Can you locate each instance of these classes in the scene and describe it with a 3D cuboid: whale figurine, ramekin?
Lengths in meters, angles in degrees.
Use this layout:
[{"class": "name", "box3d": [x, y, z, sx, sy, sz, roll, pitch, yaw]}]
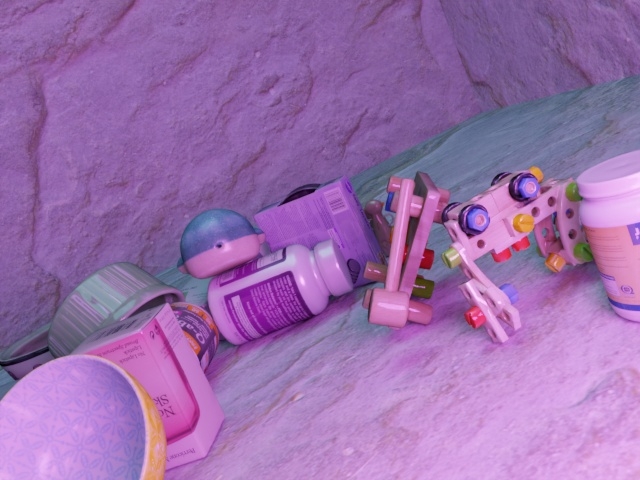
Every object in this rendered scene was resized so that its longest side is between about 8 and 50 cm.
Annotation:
[{"class": "whale figurine", "box3d": [-0.239, 0.004, 1.530, 0.216, 0.141, 0.272, -22, 0, -6]}, {"class": "ramekin", "box3d": [-0.466, 0.195, 1.494, 0.303, 0.148, 0.303, -49, -17, -20]}]

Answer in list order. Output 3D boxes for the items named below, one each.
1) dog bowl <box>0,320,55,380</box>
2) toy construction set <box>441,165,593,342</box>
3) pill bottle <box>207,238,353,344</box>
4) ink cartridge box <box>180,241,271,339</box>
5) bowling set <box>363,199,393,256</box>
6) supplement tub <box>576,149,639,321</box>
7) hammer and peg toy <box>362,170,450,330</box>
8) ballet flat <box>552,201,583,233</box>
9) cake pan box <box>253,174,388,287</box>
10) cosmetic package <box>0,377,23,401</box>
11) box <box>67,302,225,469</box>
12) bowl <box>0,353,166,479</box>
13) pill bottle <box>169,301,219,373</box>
[{"class": "dog bowl", "box3d": [-0.687, 0.300, 1.872, 0.407, 0.151, 0.408, -22, 11, 5]}, {"class": "toy construction set", "box3d": [0.316, 0.009, 1.041, 0.327, 0.215, 0.151, -34, 15, -27]}, {"class": "pill bottle", "box3d": [-0.086, 0.109, 1.474, 0.301, 0.169, 0.169, -22, 11, 9]}, {"class": "ink cartridge box", "box3d": [-0.230, 0.101, 1.727, 0.207, 0.119, 0.353, -13, 29, 45]}, {"class": "bowling set", "box3d": [0.096, -0.032, 1.785, 0.286, 0.154, 0.200, -17, 13, 28]}, {"class": "supplement tub", "box3d": [0.431, -0.008, 0.867, 0.144, 0.200, 0.144, -23, 11, 5]}, {"class": "hammer and peg toy", "box3d": [0.164, 0.017, 1.164, 0.127, 0.266, 0.361, 15, 13, 0]}, {"class": "ballet flat", "box3d": [0.547, -0.074, 1.300, 0.077, 0.091, 0.241, 27, 48, 36]}, {"class": "cake pan box", "box3d": [0.000, 0.000, 1.551, 0.245, 0.267, 0.070, -21, 14, 24]}, {"class": "cosmetic package", "box3d": [-0.726, 0.416, 1.547, 0.377, 0.098, 0.284, -19, 10, 22]}, {"class": "box", "box3d": [-0.281, 0.245, 1.070, 0.148, 0.232, 0.127, -22, 12, 11]}, {"class": "bowl", "box3d": [-0.326, 0.320, 0.930, 0.289, 0.290, 0.156, -22, -31, 11]}, {"class": "pill bottle", "box3d": [-0.309, 0.241, 1.333, 0.162, 0.162, 0.278, -22, 11, 7]}]
